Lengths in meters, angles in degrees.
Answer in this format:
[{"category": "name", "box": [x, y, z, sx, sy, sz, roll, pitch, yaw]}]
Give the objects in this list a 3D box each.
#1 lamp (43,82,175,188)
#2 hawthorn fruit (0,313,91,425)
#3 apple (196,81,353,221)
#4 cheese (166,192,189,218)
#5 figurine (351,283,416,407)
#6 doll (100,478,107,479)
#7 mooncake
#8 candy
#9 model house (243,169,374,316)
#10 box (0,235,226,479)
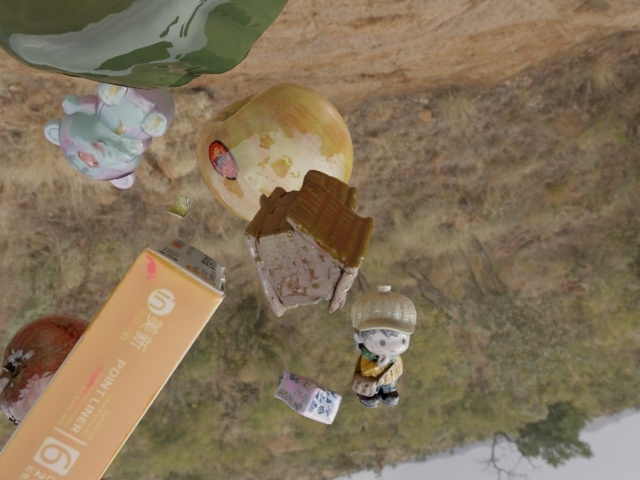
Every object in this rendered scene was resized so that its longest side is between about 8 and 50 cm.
[{"category": "lamp", "box": [-0.507, -0.294, 1.289, 0.247, 0.247, 0.301, 35, 121, -30]}, {"category": "hawthorn fruit", "box": [-0.592, 0.327, 1.294, 0.369, 0.284, 0.285, 8, 148, -38]}, {"category": "apple", "box": [-0.111, -0.222, 1.371, 0.391, 0.391, 0.346, -25, 117, 22]}, {"category": "cheese", "box": [-0.463, -0.113, 1.722, 0.060, 0.084, 0.041, 19, 162, 6]}, {"category": "figurine", "box": [0.161, 0.289, 1.453, 0.185, 0.204, 0.332, -3, 123, -21]}, {"category": "doll", "box": [-0.380, 0.358, 0.774, 0.057, 0.109, 0.169, -4, -176, 14]}, {"category": "mooncake", "box": [-0.167, -0.308, 0.462, 0.351, 0.351, 0.187, -21, -177, 15]}, {"category": "candy", "box": [-0.028, 0.358, 1.197, 0.092, 0.073, 0.160, 30, 167, -27]}, {"category": "model house", "box": [-0.001, 0.000, 0.947, 0.229, 0.199, 0.219, -7, 119, 32]}, {"category": "box", "box": [-0.209, 0.127, 0.551, 0.091, 0.274, 0.221, 36, 175, -11]}]
